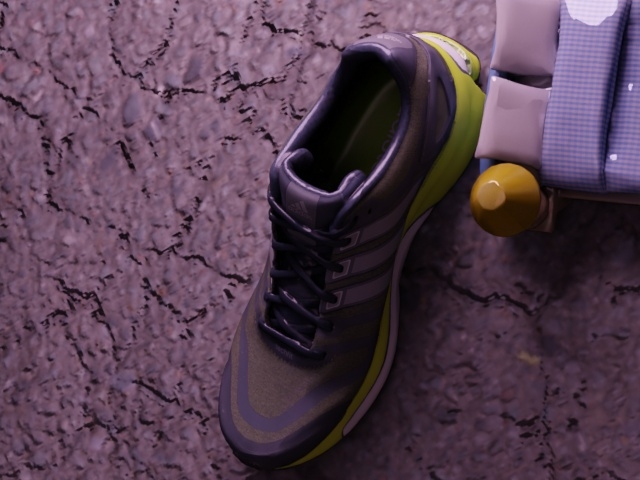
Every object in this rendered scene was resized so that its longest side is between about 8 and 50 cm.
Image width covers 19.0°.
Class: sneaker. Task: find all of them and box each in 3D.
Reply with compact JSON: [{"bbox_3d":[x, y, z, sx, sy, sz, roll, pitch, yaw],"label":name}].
[{"bbox_3d":[0.000,0.000,1.191,0.111,0.121,0.300,21,92,27],"label":"sneaker"}]

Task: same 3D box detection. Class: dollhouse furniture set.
[{"bbox_3d":[0.217,-0.140,1.063,0.286,0.198,0.303,9,87,27],"label":"dollhouse furniture set"}]
